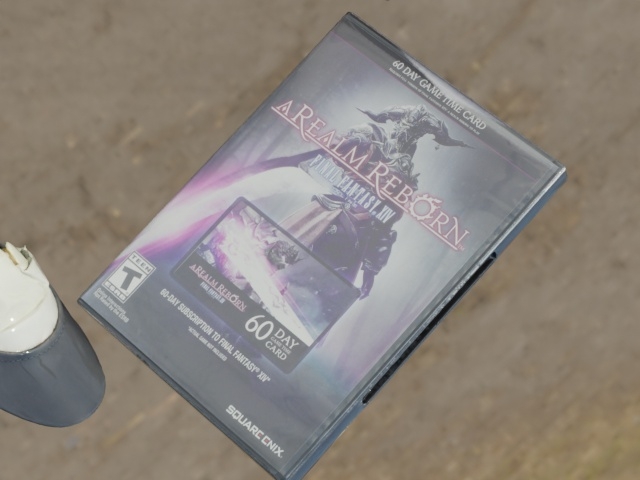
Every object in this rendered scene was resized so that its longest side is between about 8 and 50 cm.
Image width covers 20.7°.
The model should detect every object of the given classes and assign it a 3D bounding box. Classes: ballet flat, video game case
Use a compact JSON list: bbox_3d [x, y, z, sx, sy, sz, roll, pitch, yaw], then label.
[{"bbox_3d":[-0.188,0.014,0.889,0.074,0.203,0.074,-46,169,-12],"label":"ballet flat"},{"bbox_3d":[0.000,0.000,1.152,0.274,0.196,0.026,-48,157,-8],"label":"video game case"}]
